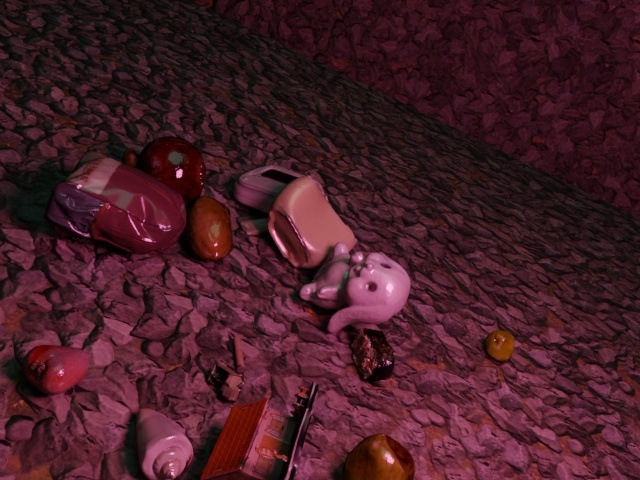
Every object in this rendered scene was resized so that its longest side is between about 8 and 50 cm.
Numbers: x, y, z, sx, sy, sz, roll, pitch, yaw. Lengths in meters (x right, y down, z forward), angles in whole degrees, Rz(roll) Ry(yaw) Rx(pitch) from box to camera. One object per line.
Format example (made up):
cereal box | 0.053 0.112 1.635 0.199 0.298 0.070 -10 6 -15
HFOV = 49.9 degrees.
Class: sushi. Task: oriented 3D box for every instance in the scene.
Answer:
sushi | 0.131 0.285 1.718 0.078 0.091 0.150 14 31 -22

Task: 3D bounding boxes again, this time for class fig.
fig | 0.113 0.481 1.390 0.144 0.154 0.166 36 61 -9

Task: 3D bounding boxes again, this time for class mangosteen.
mangosteen | -0.452 -0.188 1.933 0.257 0.215 0.215 2 34 -1

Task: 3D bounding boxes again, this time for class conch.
conch | -0.302 0.388 1.301 0.104 0.094 0.176 -14 20 -28

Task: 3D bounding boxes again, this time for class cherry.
cherry | -0.512 0.252 1.331 0.126 0.087 0.106 21 19 -43

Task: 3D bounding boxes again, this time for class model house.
model house | -0.119 0.387 1.286 0.153 0.207 0.294 21 31 0
model house | -0.197 0.310 1.499 0.083 0.057 0.058 24 -1 37

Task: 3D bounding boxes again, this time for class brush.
brush | -0.097 -0.051 2.111 0.320 0.050 0.060 -10 48 -33

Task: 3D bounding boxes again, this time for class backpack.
backpack | -0.497 -0.081 1.736 0.317 0.197 0.283 24 30 -12

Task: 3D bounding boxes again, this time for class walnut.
walnut | -0.300 -0.036 1.861 0.137 0.137 0.245 8 44 -25

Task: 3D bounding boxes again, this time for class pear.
pear | 0.512 0.296 1.962 0.092 0.097 0.092 -5 50 6

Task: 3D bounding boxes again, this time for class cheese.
cheese | -0.024 -0.051 1.982 0.233 0.127 0.266 -36 98 -31

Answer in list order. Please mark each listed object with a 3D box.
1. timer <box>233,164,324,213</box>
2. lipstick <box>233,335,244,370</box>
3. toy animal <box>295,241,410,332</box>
timer | -0.130 -0.157 2.158 0.261 0.087 0.237 20 29 20
lipstick | -0.191 0.262 1.598 0.018 0.019 0.094 11 34 -21
toy animal | 0.094 0.132 1.781 0.174 0.249 0.289 48 -3 -25
